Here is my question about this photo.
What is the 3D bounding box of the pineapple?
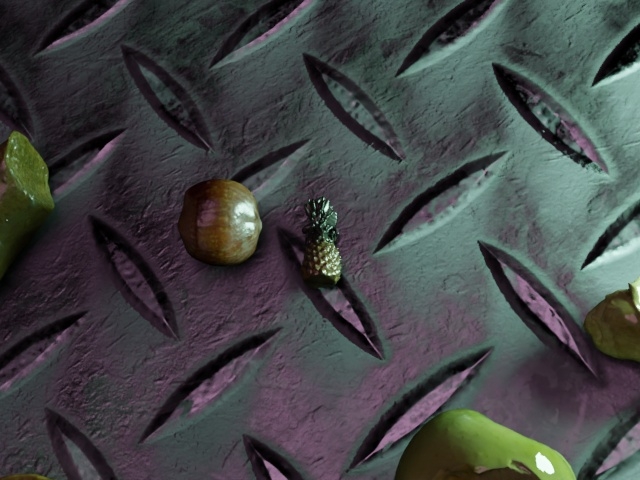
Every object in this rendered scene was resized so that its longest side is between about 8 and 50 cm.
[{"bbox_3d":[0.000,0.000,1.731,0.074,0.074,0.159,-5,63,7],"label":"pineapple"}]

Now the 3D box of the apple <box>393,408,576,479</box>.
[{"bbox_3d":[0.231,0.380,1.469,0.279,0.279,0.279,-3,71,8],"label":"apple"}]

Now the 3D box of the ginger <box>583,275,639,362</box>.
[{"bbox_3d":[0.503,0.164,1.586,0.122,0.115,0.193,-34,76,20],"label":"ginger"}]

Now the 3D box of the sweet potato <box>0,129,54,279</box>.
[{"bbox_3d":[-0.599,-0.013,1.787,0.158,0.158,0.369,33,84,18],"label":"sweet potato"}]

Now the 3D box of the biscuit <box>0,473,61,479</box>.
[{"bbox_3d":[-0.493,0.534,1.631,0.351,0.057,0.312,-17,70,5],"label":"biscuit"}]

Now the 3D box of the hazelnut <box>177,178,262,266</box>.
[{"bbox_3d":[-0.170,-0.029,1.724,0.143,0.143,0.154,9,107,12],"label":"hazelnut"}]
